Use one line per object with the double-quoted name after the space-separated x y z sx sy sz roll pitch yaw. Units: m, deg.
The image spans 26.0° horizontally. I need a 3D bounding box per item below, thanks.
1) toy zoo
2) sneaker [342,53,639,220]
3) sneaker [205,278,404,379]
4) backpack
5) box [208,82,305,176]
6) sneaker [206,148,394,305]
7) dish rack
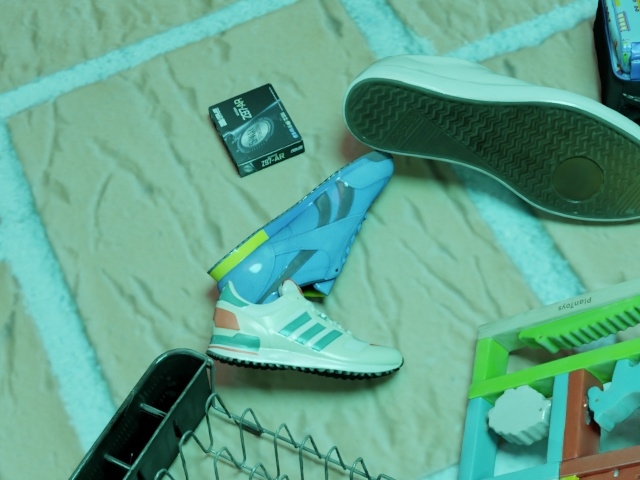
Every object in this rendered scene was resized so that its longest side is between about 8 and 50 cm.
0.180 0.167 0.997 0.192 0.030 0.293 -22 43 38 "toy zoo"
0.172 -0.108 1.223 0.290 0.106 0.123 20 28 6 "sneaker"
-0.009 0.069 1.114 0.161 0.057 0.075 7 80 -7 "sneaker"
0.339 -0.179 1.241 0.173 0.117 0.158 -1 55 5 "backpack"
-0.061 -0.105 1.304 0.067 0.018 0.083 -22 54 -8 "box"
0.000 0.000 1.199 0.209 0.069 0.082 -39 87 -28 "sneaker"
-0.052 0.219 1.031 0.271 0.074 0.208 21 60 22 "dish rack"
